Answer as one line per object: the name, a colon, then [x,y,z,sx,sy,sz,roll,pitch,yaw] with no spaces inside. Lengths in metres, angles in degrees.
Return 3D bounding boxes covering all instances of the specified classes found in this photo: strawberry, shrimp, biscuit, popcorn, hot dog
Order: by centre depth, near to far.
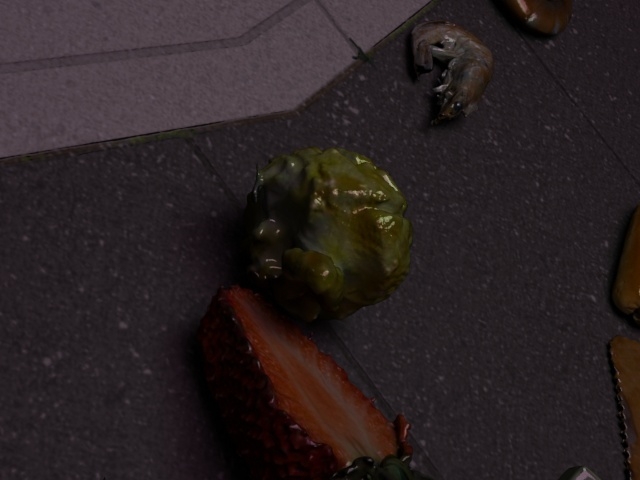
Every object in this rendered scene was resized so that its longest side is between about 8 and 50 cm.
strawberry: [-0.022,0.176,1.242,0.286,0.106,0.188,47,19,20]
popcorn: [0.000,0.000,1.316,0.198,0.198,0.212,37,39,-9]
biscuit: [0.461,0.242,1.613,0.237,0.013,0.232,20,49,-24]
shrimp: [0.165,-0.226,1.708,0.126,0.047,0.223,32,40,-5]
hot dog: [0.455,0.014,1.729,0.102,0.076,0.249,37,45,-4]
shrimp: [0.328,-0.419,1.959,0.152,0.063,0.287,28,50,-21]

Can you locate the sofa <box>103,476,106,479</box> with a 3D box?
sofa: [-0.117,0.303,1.061,0.258,0.182,0.200,10,72,-31]

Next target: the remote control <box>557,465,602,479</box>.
remote control: [0.201,0.355,1.243,0.123,0.038,0.285,45,70,-3]
